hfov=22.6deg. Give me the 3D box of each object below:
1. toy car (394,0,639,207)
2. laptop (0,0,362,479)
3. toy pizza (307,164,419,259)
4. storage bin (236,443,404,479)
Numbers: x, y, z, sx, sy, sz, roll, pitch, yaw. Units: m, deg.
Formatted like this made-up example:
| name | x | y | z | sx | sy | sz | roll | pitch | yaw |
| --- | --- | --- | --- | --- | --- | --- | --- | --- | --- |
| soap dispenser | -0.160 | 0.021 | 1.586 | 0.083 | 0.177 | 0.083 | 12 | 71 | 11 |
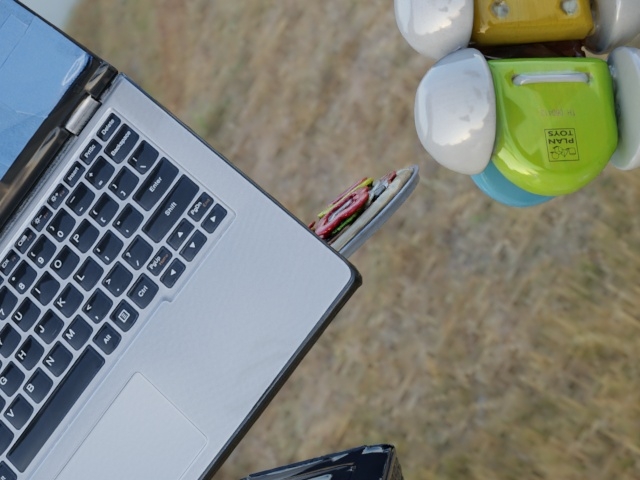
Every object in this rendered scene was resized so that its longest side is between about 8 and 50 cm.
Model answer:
| name | x | y | z | sx | sy | sz | roll | pitch | yaw |
| --- | --- | --- | --- | --- | --- | --- | --- | --- | --- |
| toy car | 0.125 | -0.102 | 1.002 | 0.136 | 0.159 | 0.182 | 118 | 146 | -64 |
| laptop | -0.267 | 0.035 | 1.059 | 0.408 | 0.236 | 0.382 | 40 | 97 | 29 |
| toy pizza | 0.000 | 0.000 | 1.313 | 0.201 | 0.032 | 0.201 | -42 | 6 | 5 |
| storage bin | -0.008 | 0.195 | 0.958 | 0.122 | 0.084 | 0.180 | -15 | 7 | 9 |
